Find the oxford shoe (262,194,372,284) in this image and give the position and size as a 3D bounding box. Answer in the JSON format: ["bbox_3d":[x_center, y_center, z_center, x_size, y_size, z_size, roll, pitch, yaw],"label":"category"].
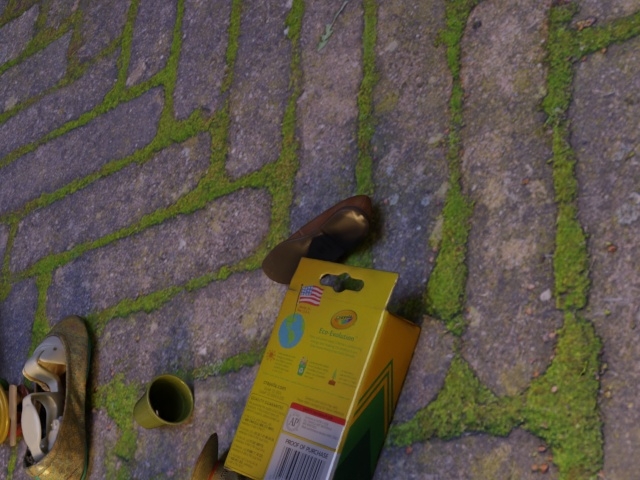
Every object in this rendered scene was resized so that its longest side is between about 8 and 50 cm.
[{"bbox_3d":[0.000,0.000,1.565,0.212,0.076,0.076,-31,19,32],"label":"oxford shoe"}]

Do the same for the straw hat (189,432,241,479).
[{"bbox_3d":[-0.146,0.353,1.500,0.061,0.144,0.144,17,79,9],"label":"straw hat"}]

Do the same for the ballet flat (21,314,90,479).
[{"bbox_3d":[-0.468,0.265,1.833,0.123,0.123,0.348,-32,49,29],"label":"ballet flat"}]

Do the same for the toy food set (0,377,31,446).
[{"bbox_3d":[-0.594,0.316,1.974,0.218,0.071,0.128,-2,92,46],"label":"toy food set"}]

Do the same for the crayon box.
[{"bbox_3d":[0.009,0.191,1.425,0.202,0.081,0.318,10,77,47],"label":"crayon box"}]

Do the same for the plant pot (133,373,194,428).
[{"bbox_3d":[-0.256,0.263,1.659,0.079,0.083,0.083,-35,47,42],"label":"plant pot"}]
